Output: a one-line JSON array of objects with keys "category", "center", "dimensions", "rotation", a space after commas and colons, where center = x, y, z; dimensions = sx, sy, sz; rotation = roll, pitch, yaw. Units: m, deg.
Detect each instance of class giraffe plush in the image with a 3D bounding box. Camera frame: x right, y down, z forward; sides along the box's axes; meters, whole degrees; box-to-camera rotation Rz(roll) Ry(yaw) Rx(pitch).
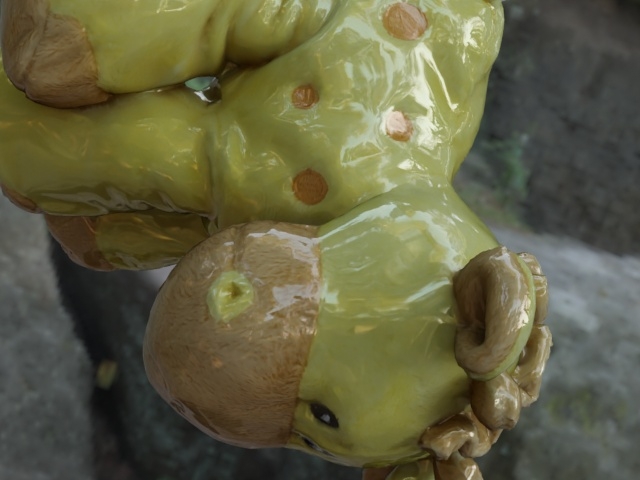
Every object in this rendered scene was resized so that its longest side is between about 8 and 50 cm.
[{"category": "giraffe plush", "center": [0.000, 0.000, 0.530], "dimensions": [0.181, 0.210, 0.170], "rotation": [61, 17, -59]}]
